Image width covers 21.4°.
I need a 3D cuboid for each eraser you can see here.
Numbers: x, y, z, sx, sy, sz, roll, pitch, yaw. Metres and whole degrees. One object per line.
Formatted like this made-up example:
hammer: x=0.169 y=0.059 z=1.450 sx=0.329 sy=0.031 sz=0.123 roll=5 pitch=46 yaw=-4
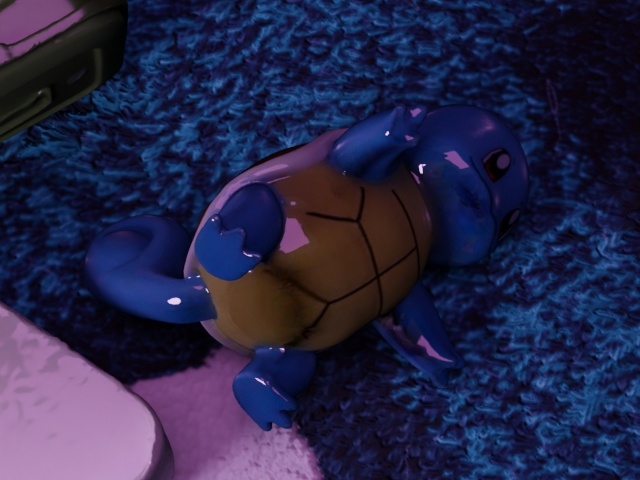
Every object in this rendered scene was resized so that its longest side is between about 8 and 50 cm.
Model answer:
eraser: x=-0.331 y=0.201 z=1.463 sx=0.331 sy=0.150 sz=0.331 roll=1 pitch=70 yaw=-2

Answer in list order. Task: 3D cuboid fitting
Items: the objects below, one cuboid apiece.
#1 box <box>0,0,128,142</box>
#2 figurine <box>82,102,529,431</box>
box: x=-0.347 y=-0.168 z=1.516 sx=0.329 sy=0.253 sz=0.177 roll=-29 pitch=86 yaw=-11
figurine: x=-0.002 y=0.018 z=1.500 sx=0.416 sy=0.243 sz=0.298 roll=-16 pitch=116 yaw=-2
